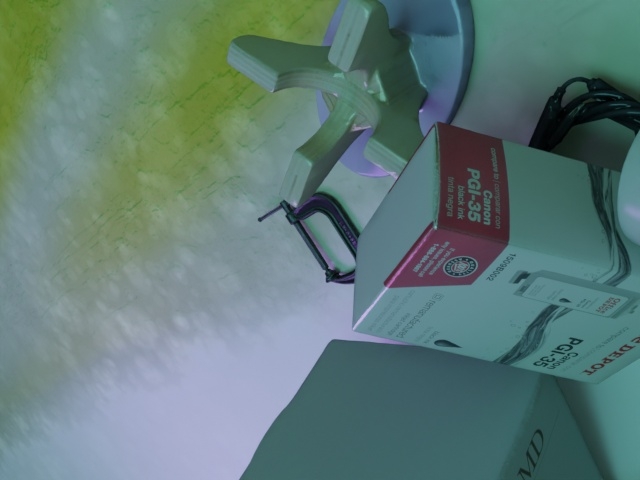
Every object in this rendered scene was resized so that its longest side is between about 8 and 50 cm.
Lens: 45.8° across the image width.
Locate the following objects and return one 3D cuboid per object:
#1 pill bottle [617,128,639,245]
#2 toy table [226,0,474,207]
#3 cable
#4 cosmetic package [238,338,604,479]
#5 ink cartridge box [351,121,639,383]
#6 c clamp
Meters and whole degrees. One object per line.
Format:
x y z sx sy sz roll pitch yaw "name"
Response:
0.370 -0.004 0.493 0.318 0.176 0.176 29 137 47 "pill bottle"
0.043 -0.157 0.810 0.252 0.161 0.274 28 132 23 "toy table"
0.278 -0.069 0.760 0.150 0.047 0.185 26 137 15 "cable"
0.137 0.377 0.924 0.327 0.329 0.394 -1 131 42 "cosmetic package"
0.196 0.024 0.718 0.282 0.117 0.207 14 145 -12 "ink cartridge box"
0.000 0.000 1.063 0.161 0.022 0.137 53 133 0 "c clamp"
